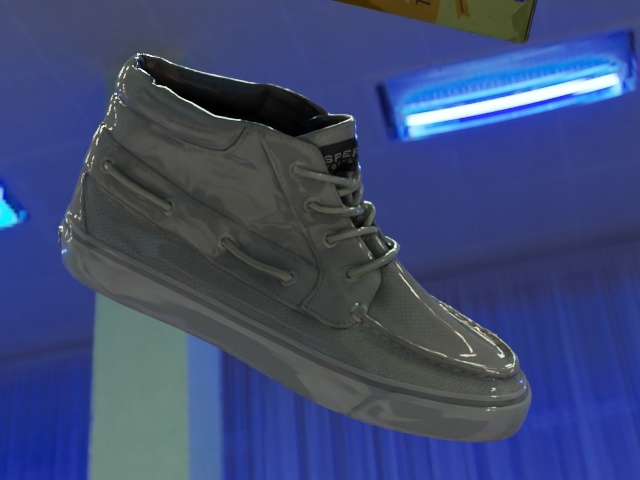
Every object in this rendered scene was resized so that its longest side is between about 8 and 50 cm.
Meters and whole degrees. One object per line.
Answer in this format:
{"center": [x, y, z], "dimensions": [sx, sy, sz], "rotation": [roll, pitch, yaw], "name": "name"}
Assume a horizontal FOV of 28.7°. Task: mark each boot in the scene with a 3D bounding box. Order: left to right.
{"center": [0.000, 0.000, 0.620], "dimensions": [0.258, 0.095, 0.123], "rotation": [22, -68, 2], "name": "boot"}

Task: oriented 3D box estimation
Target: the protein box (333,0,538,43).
{"center": [0.037, -0.227, 0.644], "dimensions": [0.199, 0.201, 0.136], "rotation": [14, -49, 7], "name": "protein box"}

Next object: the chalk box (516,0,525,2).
{"center": [-0.001, -0.231, 0.308], "dimensions": [0.288, 0.180, 0.179], "rotation": [27, -27, -14], "name": "chalk box"}
